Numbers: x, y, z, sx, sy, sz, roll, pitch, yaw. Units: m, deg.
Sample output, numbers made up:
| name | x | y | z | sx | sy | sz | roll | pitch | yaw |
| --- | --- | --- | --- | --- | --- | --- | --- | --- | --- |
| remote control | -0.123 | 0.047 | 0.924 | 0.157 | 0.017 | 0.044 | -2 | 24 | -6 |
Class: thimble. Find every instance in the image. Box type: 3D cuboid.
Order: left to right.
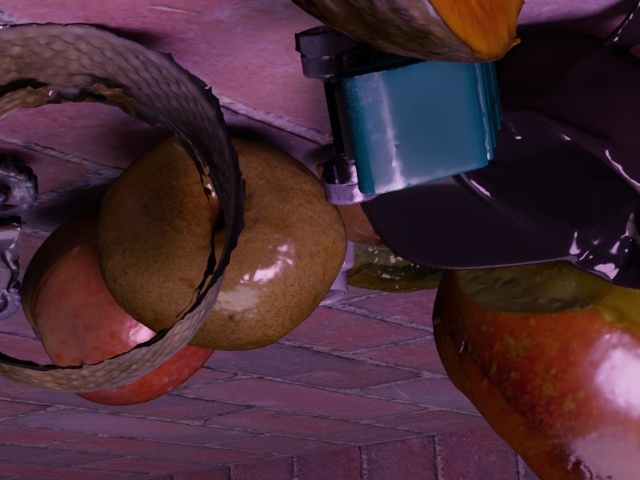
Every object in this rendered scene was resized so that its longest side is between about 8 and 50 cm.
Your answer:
| name | x | y | z | sx | sy | sz | roll | pitch | yaw |
| --- | --- | --- | --- | --- | --- | --- | --- | --- | --- |
| thimble | -0.192 | -0.018 | 1.180 | 0.271 | 0.271 | 0.150 | -2 | 166 | -5 |

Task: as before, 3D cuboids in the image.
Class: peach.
| name | x | y | z | sx | sy | sz | roll | pitch | yaw |
| --- | --- | --- | --- | --- | --- | --- | --- | --- | --- |
| peach | -0.189 | 0.052 | 1.588 | 0.232 | 0.232 | 0.232 | -3 | 165 | -1 |

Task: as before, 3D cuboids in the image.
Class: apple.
| name | x | y | z | sx | sy | sz | roll | pitch | yaw |
| --- | --- | --- | --- | --- | --- | --- | --- | --- | --- |
| apple | 0.300 | 0.078 | 1.457 | 0.374 | 0.374 | 0.384 | -6 | 171 | 9 |

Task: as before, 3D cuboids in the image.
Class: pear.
| name | x | y | z | sx | sy | sz | roll | pitch | yaw |
| --- | --- | --- | --- | --- | --- | --- | --- | --- | --- |
| pear | -0.089 | 0.005 | 1.415 | 0.228 | 0.188 | 0.211 | 10 | 162 | 5 |

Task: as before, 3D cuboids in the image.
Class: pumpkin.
| name | x | y | z | sx | sy | sz | roll | pitch | yaw |
| --- | --- | --- | --- | --- | --- | --- | --- | --- | --- |
| pumpkin | 0.021 | -0.160 | 0.879 | 0.148 | 0.169 | 0.312 | -15 | 161 | 26 |

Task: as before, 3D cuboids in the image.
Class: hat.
| name | x | y | z | sx | sy | sz | roll | pitch | yaw |
| --- | --- | --- | --- | --- | --- | --- | --- | --- | --- |
| hat | 0.188 | -0.096 | 1.252 | 0.336 | 0.209 | 0.238 | 8 | 152 | 24 |

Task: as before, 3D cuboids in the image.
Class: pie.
| name | x | y | z | sx | sy | sz | roll | pitch | yaw |
| --- | --- | --- | --- | --- | --- | --- | --- | --- | --- |
| pie | 0.127 | 0.008 | 1.703 | 0.277 | 0.078 | 0.277 | -2 | 166 | 0 |

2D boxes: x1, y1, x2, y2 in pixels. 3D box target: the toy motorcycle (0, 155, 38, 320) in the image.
| name | x | y | z | sx | sy | sz | roll | pitch | yaw |
| --- | --- | --- | --- | --- | --- | --- | --- | --- | --- |
| toy motorcycle | -0.346 | -0.002 | 1.489 | 0.130 | 0.094 | 0.229 | 2 | 138 | -16 |

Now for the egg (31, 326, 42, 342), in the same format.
| name | x | y | z | sx | sy | sz | roll | pitch | yaw |
| --- | --- | --- | --- | --- | --- | --- | --- | --- | --- |
| egg | -0.295 | 0.085 | 1.838 | 0.103 | 0.103 | 0.135 | 1 | 168 | -16 |

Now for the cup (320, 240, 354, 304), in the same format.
| name | x | y | z | sx | sy | sz | roll | pitch | yaw |
| --- | --- | --- | --- | --- | --- | --- | --- | --- | --- |
| cup | 0.000 | 0.000 | 1.587 | 0.104 | 0.116 | 0.074 | -26 | 155 | 39 |

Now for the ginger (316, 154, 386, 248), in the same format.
| name | x | y | z | sx | sy | sz | roll | pitch | yaw |
| --- | --- | --- | --- | --- | --- | --- | --- | --- | --- |
| ginger | 0.051 | -0.074 | 1.397 | 0.131 | 0.086 | 0.294 | 6 | 158 | 7 |

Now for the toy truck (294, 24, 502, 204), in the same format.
| name | x | y | z | sx | sy | sz | roll | pitch | yaw |
| --- | --- | --- | --- | --- | --- | --- | --- | --- | --- |
| toy truck | 0.057 | -0.103 | 1.039 | 0.124 | 0.114 | 0.253 | -6 | -162 | 14 |
